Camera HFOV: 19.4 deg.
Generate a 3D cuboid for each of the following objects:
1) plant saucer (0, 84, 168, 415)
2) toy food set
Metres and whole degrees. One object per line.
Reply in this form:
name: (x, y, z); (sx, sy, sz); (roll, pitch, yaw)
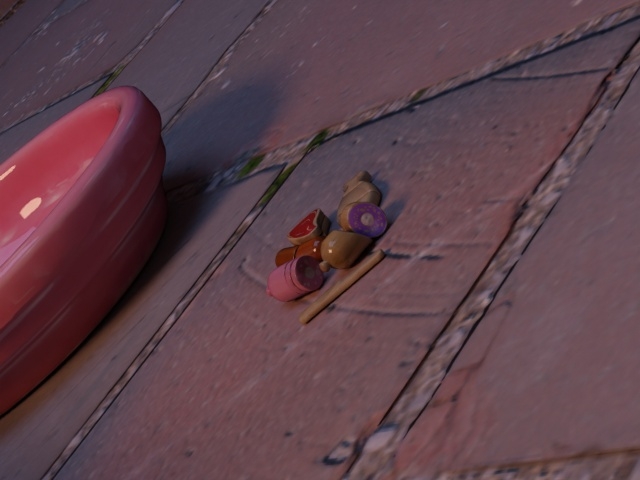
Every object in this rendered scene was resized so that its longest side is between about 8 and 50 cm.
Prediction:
plant saucer: (-0.224, 0.032, 1.316); (0.332, 0.084, 0.332); (-39, 17, 15)
toy food set: (0.000, 0.000, 1.000); (0.078, 0.019, 0.122); (-41, 17, 8)
